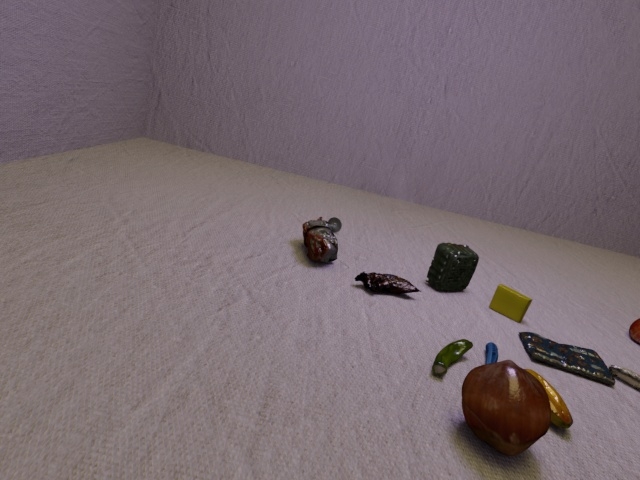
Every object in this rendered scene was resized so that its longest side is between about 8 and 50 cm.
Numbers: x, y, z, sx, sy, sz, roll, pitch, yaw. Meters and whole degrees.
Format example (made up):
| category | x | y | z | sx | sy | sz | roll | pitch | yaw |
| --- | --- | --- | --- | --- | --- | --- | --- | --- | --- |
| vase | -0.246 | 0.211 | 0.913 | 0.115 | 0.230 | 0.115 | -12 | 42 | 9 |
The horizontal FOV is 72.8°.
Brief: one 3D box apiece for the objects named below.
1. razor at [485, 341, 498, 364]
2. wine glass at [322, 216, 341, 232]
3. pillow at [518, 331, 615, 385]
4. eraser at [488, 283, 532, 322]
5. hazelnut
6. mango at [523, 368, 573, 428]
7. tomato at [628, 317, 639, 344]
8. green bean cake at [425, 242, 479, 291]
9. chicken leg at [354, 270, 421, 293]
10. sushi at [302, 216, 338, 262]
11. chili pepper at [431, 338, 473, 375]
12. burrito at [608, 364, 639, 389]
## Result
| category | x | y | z | sx | sy | sz | roll | pitch | yaw |
| --- | --- | --- | --- | --- | --- | --- | --- | --- | --- |
| razor | 0.470 | 0.341 | 1.188 | 0.082 | 0.042 | 0.253 | 59 | 23 | -1 |
| wine glass | 0.027 | -0.059 | 2.008 | 0.079 | 0.079 | 0.195 | 21 | 18 | 20 |
| pillow | 0.772 | 0.363 | 1.373 | 0.255 | 0.034 | 0.189 | 15 | 16 | 9 |
| eraser | 0.702 | 0.231 | 1.608 | 0.122 | 0.097 | 0.045 | 29 | 20 | 38 |
| hazelnut | 0.384 | 0.344 | 0.896 | 0.182 | 0.182 | 0.182 | 13 | 18 | -4 |
| mango | 0.545 | 0.387 | 1.069 | 0.101 | 0.066 | 0.187 | 15 | 21 | -25 |
| tomato | 1.315 | 0.352 | 1.645 | 0.200 | 0.139 | 0.233 | -4 | 25 | -29 |
| green bean cake | 0.523 | 0.108 | 1.711 | 0.173 | 0.181 | 0.094 | 6 | 20 | -31 |
| chicken leg | 0.235 | 0.154 | 1.544 | 0.234 | 0.063 | 0.105 | 9 | 23 | -19 |
| sushi | 0.000 | 0.000 | 1.736 | 0.130 | 0.124 | 0.332 | -1 | 22 | -12 |
| chili pepper | 0.350 | 0.311 | 1.174 | 0.052 | 0.050 | 0.201 | 42 | 31 | 25 |
| burrito | 0.960 | 0.426 | 1.294 | 0.041 | 0.045 | 0.185 | -37 | 46 | -22 |
